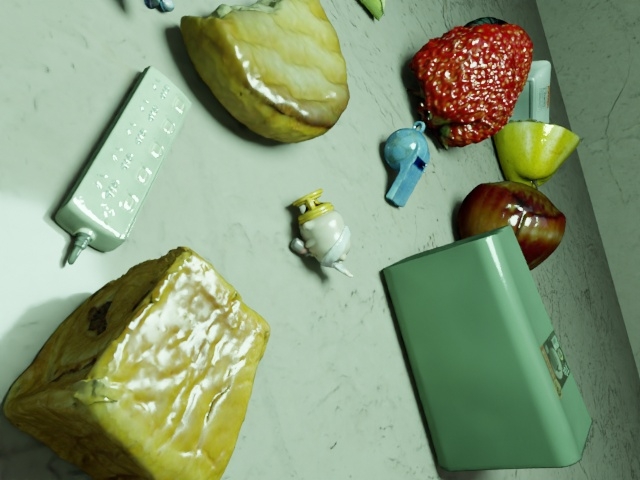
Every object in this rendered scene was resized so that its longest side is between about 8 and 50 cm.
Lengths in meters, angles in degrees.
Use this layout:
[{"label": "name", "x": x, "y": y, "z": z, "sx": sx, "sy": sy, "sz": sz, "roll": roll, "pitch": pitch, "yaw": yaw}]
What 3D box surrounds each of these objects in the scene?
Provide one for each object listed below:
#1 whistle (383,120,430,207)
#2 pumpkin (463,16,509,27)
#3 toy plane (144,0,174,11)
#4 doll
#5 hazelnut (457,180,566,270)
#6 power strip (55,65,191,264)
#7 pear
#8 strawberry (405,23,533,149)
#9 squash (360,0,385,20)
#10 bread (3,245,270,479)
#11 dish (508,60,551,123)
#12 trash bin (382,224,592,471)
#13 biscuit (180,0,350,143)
[{"label": "whistle", "x": 0.149, "y": -0.148, "z": 0.982, "sx": 0.090, "sy": 0.090, "sz": 0.158, "roll": 26, "pitch": 95, "yaw": -45}, {"label": "pumpkin", "x": 0.452, "y": -0.506, "z": 1.449, "sx": 0.201, "sy": 0.140, "sz": 0.202, "roll": 1, "pitch": 83, "yaw": -10}, {"label": "toy plane", "x": -0.186, "y": -0.375, "z": 0.619, "sx": 0.169, "sy": 0.078, "sz": 0.247, "roll": 76, "pitch": 21, "yaw": -45}, {"label": "doll", "x": 0.000, "y": 0.000, "z": 0.723, "sx": 0.084, "sy": 0.073, "sz": 0.127, "roll": -26, "pitch": 94, "yaw": -21}, {"label": "hazelnut", "x": 0.401, "y": -0.021, "z": 1.162, "sx": 0.229, "sy": 0.229, "sz": 0.230, "roll": 26, "pitch": 56, "yaw": -45}, {"label": "power strip", "x": -0.190, "y": -0.083, "z": 0.529, "sx": 0.060, "sy": 0.027, "sz": 0.253, "roll": 42, "pitch": 45, "yaw": -35}, {"label": "pear", "x": 0.599, "y": -0.231, "z": 1.531, "sx": 0.266, "sy": 0.266, "sz": 0.178, "roll": 14, "pitch": 91, "yaw": -50}, {"label": "strawberry", "x": 0.334, "y": -0.345, "z": 1.164, "sx": 0.261, "sy": 0.257, "sz": 0.261, "roll": 32, "pitch": 51, "yaw": -53}, {"label": "squash", "x": 0.078, "y": -0.519, "z": 1.035, "sx": 0.200, "sy": 0.075, "sz": 0.090, "roll": 22, "pitch": 85, "yaw": -46}, {"label": "bread", "x": -0.136, "y": 0.110, "z": 0.428, "sx": 0.143, "sy": 0.149, "sz": 0.158, "roll": 47, "pitch": 49, "yaw": -28}, {"label": "dish", "x": 0.583, "y": -0.405, "z": 1.553, "sx": 0.077, "sy": 0.151, "sz": 0.213, "roll": -43, "pitch": 132, "yaw": -47}, {"label": "trash bin", "x": 0.256, "y": 0.171, "z": 0.855, "sx": 0.158, "sy": 0.222, "sz": 0.344, "roll": -20, "pitch": 90, "yaw": -54}, {"label": "biscuit", "x": -0.057, "y": -0.233, "z": 0.719, "sx": 0.274, "sy": 0.091, "sz": 0.213, "roll": -38, "pitch": 104, "yaw": -54}]
